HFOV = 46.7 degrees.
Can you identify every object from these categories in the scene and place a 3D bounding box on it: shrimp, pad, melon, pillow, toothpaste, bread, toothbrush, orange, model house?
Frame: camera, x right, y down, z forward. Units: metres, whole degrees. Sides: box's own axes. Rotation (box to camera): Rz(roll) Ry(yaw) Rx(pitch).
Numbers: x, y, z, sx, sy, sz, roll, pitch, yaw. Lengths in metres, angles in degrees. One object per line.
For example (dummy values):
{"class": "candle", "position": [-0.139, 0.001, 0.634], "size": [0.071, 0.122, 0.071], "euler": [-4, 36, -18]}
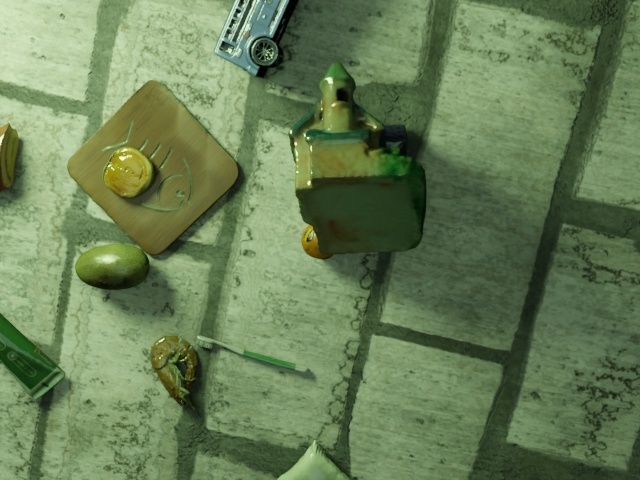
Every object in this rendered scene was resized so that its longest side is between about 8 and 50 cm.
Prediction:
{"class": "shrimp", "position": [-0.316, 0.295, 1.656], "size": [0.099, 0.041, 0.180], "euler": [-22, 97, -9]}
{"class": "pad", "position": [-0.356, -0.150, 1.583], "size": [0.286, 0.018, 0.284], "euler": [-42, 95, 9]}
{"class": "melon", "position": [-0.446, 0.057, 1.584], "size": [0.162, 0.099, 0.099], "euler": [-2, 100, 6]}
{"class": "pillow", "position": [0.019, 0.585, 1.666], "size": [0.144, 0.078, 0.254], "euler": [-41, 96, 9]}
{"class": "toothpaste", "position": [-0.731, 0.187, 1.640], "size": [0.099, 0.061, 0.392], "euler": [-40, 99, 8]}
{"class": "bread", "position": [-0.712, -0.157, 1.572], "size": [0.192, 0.067, 0.119], "euler": [-27, 98, 7]}
{"class": "toothbrush", "position": [-0.152, 0.255, 1.646], "size": [0.257, 0.018, 0.024], "euler": [15, 103, 0]}
{"class": "orange", "position": [0.000, 0.000, 1.565], "size": [0.083, 0.083, 0.084], "euler": [0, 100, 2]}
{"class": "bread", "position": [-0.406, -0.142, 1.566], "size": [0.110, 0.024, 0.110], "euler": [0, 100, 2]}
{"class": "model house", "position": [0.074, -0.163, 1.428], "size": [0.245, 0.312, 0.280], "euler": [-3, 62, 6]}

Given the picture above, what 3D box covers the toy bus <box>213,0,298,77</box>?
{"class": "toy bus", "position": [-0.099, -0.475, 1.462], "size": [0.133, 0.125, 0.292], "euler": [26, 101, -2]}
